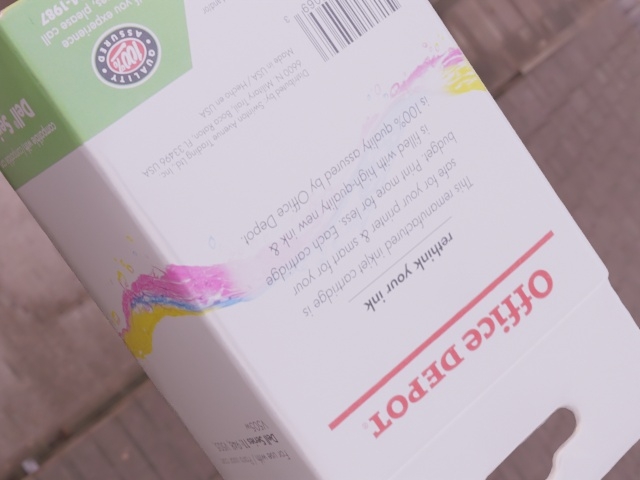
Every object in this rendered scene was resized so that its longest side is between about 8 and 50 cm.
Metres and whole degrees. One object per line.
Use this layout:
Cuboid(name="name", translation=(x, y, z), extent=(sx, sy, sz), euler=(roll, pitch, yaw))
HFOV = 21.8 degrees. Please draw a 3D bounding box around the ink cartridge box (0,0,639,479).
Cuboid(name="ink cartridge box", translation=(0.000, 0.000, 0.843), extent=(0.207, 0.119, 0.353), euler=(-38, 98, -28))
